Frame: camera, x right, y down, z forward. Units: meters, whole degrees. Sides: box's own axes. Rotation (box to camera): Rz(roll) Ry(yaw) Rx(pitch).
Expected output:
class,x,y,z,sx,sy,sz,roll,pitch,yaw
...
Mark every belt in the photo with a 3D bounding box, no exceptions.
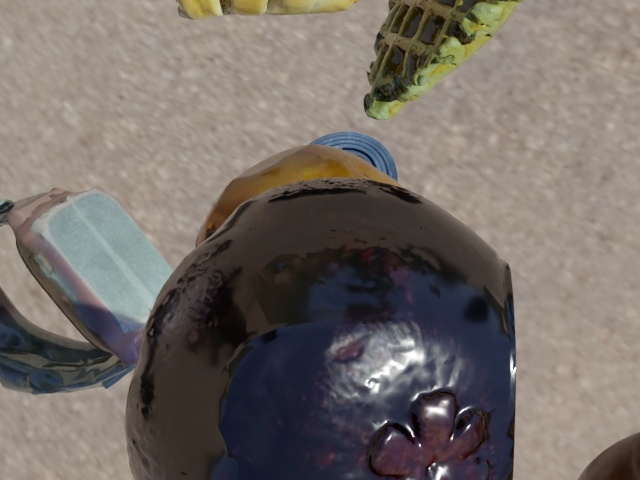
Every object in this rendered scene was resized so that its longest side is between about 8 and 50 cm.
class,x,y,z,sx,sy,sz,roll,pitch,yaw
belt,0.014,-0.033,2.106,0.082,0.141,0.190,85,31,-63

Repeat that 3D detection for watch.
class,x,y,z,sx,sy,sz,roll,pitch,yaw
watch,-0.316,0.070,2.015,0.241,0.162,0.253,-41,87,30

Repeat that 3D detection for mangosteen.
class,x,y,z,sx,sy,sz,roll,pitch,yaw
mangosteen,0.004,0.089,1.081,0.233,0.287,0.287,-8,113,1

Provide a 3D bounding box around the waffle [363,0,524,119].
class,x,y,z,sx,sy,sz,roll,pitch,yaw
waffle,0.109,-0.201,1.351,0.054,0.214,0.208,29,50,-22

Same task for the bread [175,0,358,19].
class,x,y,z,sx,sy,sz,roll,pitch,yaw
bread,-0.031,-0.207,1.165,0.177,0.119,0.084,-1,147,4

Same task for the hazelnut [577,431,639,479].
class,x,y,z,sx,sy,sz,roll,pitch,yaw
hazelnut,0.276,0.236,1.295,0.234,0.218,0.218,-21,120,17

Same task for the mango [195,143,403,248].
class,x,y,z,sx,sy,sz,roll,pitch,yaw
mango,0.000,0.000,1.383,0.249,0.156,0.151,-10,110,-61
